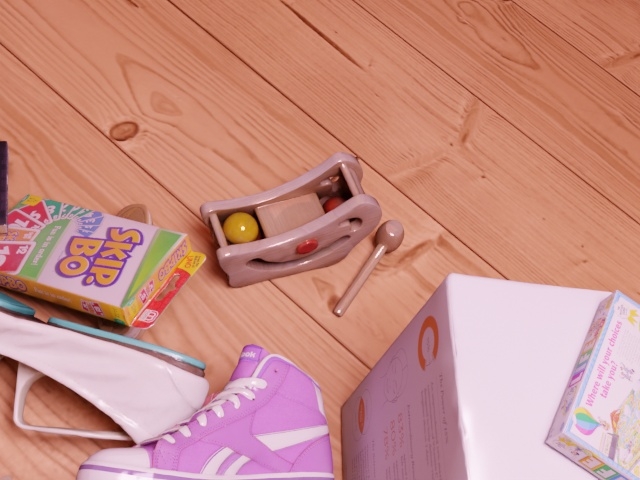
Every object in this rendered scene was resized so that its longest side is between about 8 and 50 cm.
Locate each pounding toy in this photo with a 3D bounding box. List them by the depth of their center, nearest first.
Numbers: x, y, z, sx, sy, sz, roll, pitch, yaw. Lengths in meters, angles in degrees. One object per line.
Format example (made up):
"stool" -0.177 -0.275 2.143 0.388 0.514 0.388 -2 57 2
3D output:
"pounding toy" 0.000 0.000 0.999 0.269 0.154 0.155 -13 64 -22

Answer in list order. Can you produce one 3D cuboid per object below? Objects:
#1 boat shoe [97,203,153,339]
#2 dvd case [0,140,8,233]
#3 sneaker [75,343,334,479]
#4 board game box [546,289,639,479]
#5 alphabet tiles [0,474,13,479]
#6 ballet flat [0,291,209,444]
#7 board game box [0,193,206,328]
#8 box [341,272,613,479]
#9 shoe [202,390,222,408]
"boat shoe" -0.226 0.040 0.968 0.063 0.059 0.170 -4 63 16
"dvd case" -0.484 -0.061 0.951 0.221 0.018 0.164 -4 44 -17
"sneaker" -0.108 0.182 0.803 0.282 0.102 0.161 13 68 -43
"board game box" 0.256 0.127 0.657 0.103 0.026 0.154 34 55 2
"alphabet tiles" -0.288 0.395 0.735 0.285 0.011 0.342 -27 63 -28
"ballet flat" -0.318 0.122 0.849 0.400 0.139 0.139 21 56 3
"board game box" -0.267 0.019 0.913 0.259 0.039 0.124 15 47 21
"box" 0.147 0.211 0.798 0.168 0.345 0.215 6 59 -12
"shoe" -0.132 0.224 0.882 0.178 0.063 0.081 -21 66 -32
